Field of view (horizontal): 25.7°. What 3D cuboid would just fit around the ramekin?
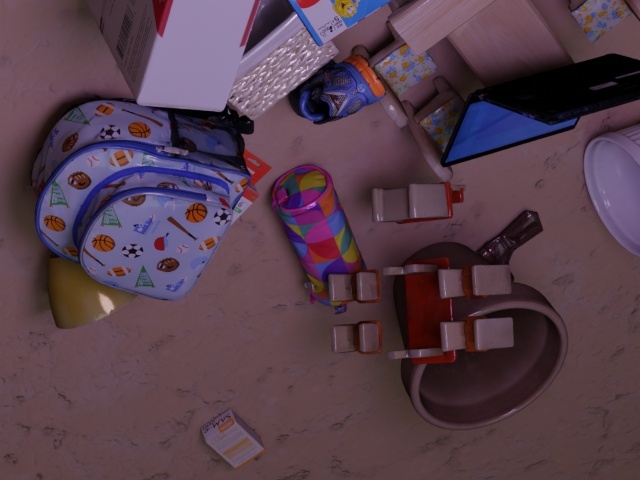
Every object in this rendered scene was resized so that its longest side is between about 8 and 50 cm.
[{"bbox_3d":[0.511,-0.086,2.174,0.109,0.207,0.207,-24,133,-16],"label":"ramekin"}]

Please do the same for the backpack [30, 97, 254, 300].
[{"bbox_3d":[-0.249,-0.057,1.872,0.263,0.213,0.276,17,122,-20],"label":"backpack"}]

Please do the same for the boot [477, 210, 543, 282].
[{"bbox_3d":[0.324,0.010,2.282,0.114,0.037,0.106,-41,134,6],"label":"boot"}]

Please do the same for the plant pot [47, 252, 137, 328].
[{"bbox_3d":[-0.331,0.051,1.980,0.134,0.134,0.095,-24,108,-3],"label":"plant pot"}]

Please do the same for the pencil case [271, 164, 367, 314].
[{"bbox_3d":[0.000,0.000,2.090,0.104,0.104,0.236,-24,132,-4],"label":"pencil case"}]

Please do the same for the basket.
[{"bbox_3d":[-0.072,-0.254,1.840,0.167,0.113,0.103,-38,134,10],"label":"basket"}]

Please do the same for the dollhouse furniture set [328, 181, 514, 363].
[{"bbox_3d":[0.153,0.048,2.019,0.135,0.262,0.259,0,86,-49],"label":"dollhouse furniture set"}]

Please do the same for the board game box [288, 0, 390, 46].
[{"bbox_3d":[0.058,-0.410,1.635,0.302,0.308,0.086,-32,134,5],"label":"board game box"}]

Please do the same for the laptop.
[{"bbox_3d":[0.316,-0.152,1.831,0.234,0.264,0.136,-18,115,-24],"label":"laptop"}]

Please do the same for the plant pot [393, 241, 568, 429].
[{"bbox_3d":[0.223,0.128,2.200,0.263,0.229,0.263,-12,130,-14],"label":"plant pot"}]

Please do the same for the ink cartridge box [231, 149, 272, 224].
[{"bbox_3d":[-0.124,-0.072,2.021,0.115,0.029,0.063,-44,130,15],"label":"ink cartridge box"}]

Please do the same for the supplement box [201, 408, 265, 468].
[{"bbox_3d":[-0.145,0.331,2.338,0.062,0.036,0.098,-34,133,6],"label":"supplement box"}]

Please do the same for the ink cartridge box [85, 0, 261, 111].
[{"bbox_3d":[-0.177,-0.307,1.644,0.114,0.273,0.197,2,126,-30],"label":"ink cartridge box"}]

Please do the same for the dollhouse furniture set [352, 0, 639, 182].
[{"bbox_3d":[0.223,-0.279,1.833,0.362,0.256,0.394,-35,132,12],"label":"dollhouse furniture set"}]

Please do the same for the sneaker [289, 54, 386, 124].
[{"bbox_3d":[0.001,-0.194,1.867,0.087,0.221,0.083,-34,99,-19],"label":"sneaker"}]
